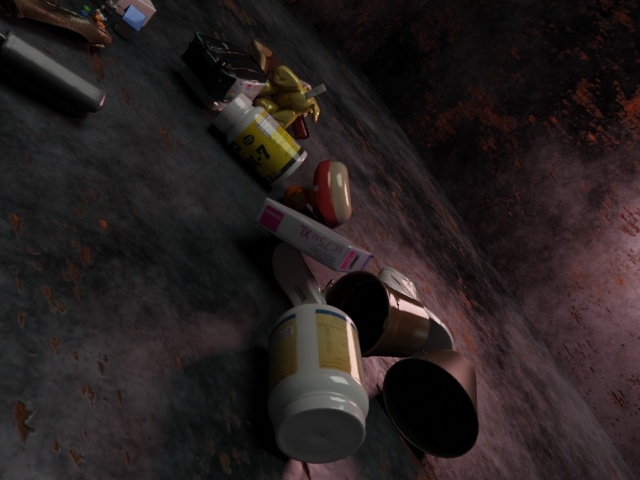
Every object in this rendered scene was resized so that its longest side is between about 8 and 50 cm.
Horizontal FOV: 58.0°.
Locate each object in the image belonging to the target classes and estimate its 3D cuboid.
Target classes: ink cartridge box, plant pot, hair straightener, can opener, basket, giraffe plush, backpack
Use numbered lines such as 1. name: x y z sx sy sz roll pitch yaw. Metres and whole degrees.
1. ink cartridge box: 0.000 0.000 1.178 0.186 0.065 0.311 31 5 14
2. plant pot: 0.117 0.158 1.125 0.165 0.167 0.166 22 35 -43
3. ink cartridge box: -0.466 -0.592 1.382 0.099 0.056 0.135 15 40 -57
4. hair straightener: -0.084 -0.422 1.791 0.230 0.047 0.089 68 21 0
5. can opener: -0.462 -0.252 0.845 0.284 0.076 0.095 32 60 -40
6. basket: 0.243 0.309 1.178 0.204 0.154 0.227 50 17 13
7. giraffe plush: -0.091 -0.410 1.662 0.170 0.211 0.181 -99 180 -75
8. backpack: -0.230 -0.402 1.404 0.165 0.144 0.188 49 35 14

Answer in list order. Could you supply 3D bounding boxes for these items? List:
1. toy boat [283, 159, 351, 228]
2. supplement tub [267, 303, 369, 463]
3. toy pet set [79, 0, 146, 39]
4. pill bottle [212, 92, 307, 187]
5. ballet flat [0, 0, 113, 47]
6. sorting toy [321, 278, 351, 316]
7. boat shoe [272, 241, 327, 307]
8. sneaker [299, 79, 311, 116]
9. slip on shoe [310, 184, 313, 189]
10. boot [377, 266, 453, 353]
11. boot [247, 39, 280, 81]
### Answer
1. toy boat: -0.013 -0.104 1.374 0.231 0.151 0.150 139 -55 -80
2. supplement tub: -0.006 0.206 0.853 0.144 0.144 0.199 39 24 -26
3. toy pet set: -0.445 -0.498 1.256 0.114 0.065 0.122 35 26 -33
4. pill bottle: -0.142 -0.234 1.344 0.208 0.119 0.119 44 22 -13
5. ballet flat: -0.481 -0.397 1.045 0.084 0.058 0.250 19 5 22
6. sorting toy: 0.018 0.135 1.165 0.083 0.045 0.075 58 33 -11
7. boat shoe: -0.033 0.087 1.115 0.184 0.066 0.063 56 7 22
8. sneaker: -0.071 -0.457 1.868 0.051 0.134 0.070 -22 53 -34
9. slip on shoe: 0.007 -0.128 1.578 0.135 0.052 0.041 -14 106 -75
10. boot: 0.241 0.171 1.461 0.258 0.095 0.123 45 29 -10
11. boot: -0.150 -0.501 1.816 0.207 0.090 0.248 42 31 -38
